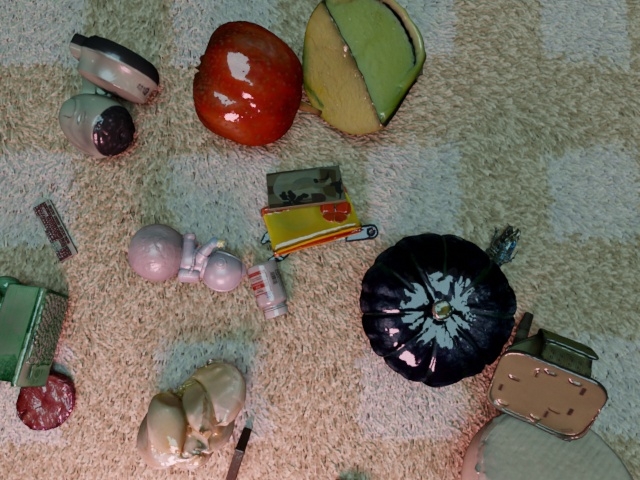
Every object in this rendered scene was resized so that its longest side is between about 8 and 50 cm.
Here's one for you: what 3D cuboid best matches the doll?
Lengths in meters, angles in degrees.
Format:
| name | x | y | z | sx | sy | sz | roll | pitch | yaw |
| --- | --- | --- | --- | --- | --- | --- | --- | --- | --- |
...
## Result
| name | x | y | z | sx | sy | sz | roll | pitch | yaw |
| --- | --- | --- | --- | --- | --- | --- | --- | --- | --- |
| doll | -0.328 | 0.053 | 1.189 | 0.287 | 0.151 | 0.151 | 16 | 84 | -3 |

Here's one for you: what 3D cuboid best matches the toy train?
| name | x | y | z | sx | sy | sz | roll | pitch | yaw |
| --- | --- | --- | --- | --- | --- | --- | --- | --- | --- |
| toy train | -0.754 | 0.221 | 1.142 | 0.201 | 0.145 | 0.266 | 8 | 74 | 0 |

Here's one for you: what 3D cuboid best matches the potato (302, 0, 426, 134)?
| name | x | y | z | sx | sy | sz | roll | pitch | yaw |
| --- | --- | --- | --- | --- | --- | --- | --- | --- | --- |
| potato | 0.108 | -0.475 | 1.243 | 0.280 | 0.212 | 0.330 | -40 | 109 | -29 |

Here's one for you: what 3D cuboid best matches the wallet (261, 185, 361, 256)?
| name | x | y | z | sx | sy | sz | roll | pitch | yaw |
| --- | --- | --- | --- | --- | --- | --- | --- | --- | --- |
| wallet | -0.025 | -0.057 | 1.227 | 0.241 | 0.067 | 0.141 | -17 | 69 | -9 |

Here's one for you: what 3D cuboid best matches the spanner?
| name | x | y | z | sx | sy | sz | roll | pitch | yaw |
| --- | --- | --- | --- | --- | --- | --- | --- | --- | --- |
| spanner | 0.000 | 0.000 | 1.262 | 0.315 | 0.024 | 0.087 | -7 | 86 | -4 |

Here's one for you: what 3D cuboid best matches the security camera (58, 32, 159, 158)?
| name | x | y | z | sx | sy | sz | roll | pitch | yaw |
| --- | --- | --- | --- | --- | --- | --- | --- | --- | --- |
| security camera | -0.548 | -0.349 | 1.203 | 0.191 | 0.197 | 0.277 | 25 | 90 | 10 |

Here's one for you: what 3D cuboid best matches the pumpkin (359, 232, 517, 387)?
| name | x | y | z | sx | sy | sz | roll | pitch | yaw |
| --- | --- | --- | --- | --- | --- | --- | --- | --- | --- |
| pumpkin | 0.272 | 0.163 | 1.129 | 0.363 | 0.266 | 0.364 | 0 | 85 | 0 |

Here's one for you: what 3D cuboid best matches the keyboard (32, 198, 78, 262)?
| name | x | y | z | sx | sy | sz | roll | pitch | yaw |
| --- | --- | --- | --- | --- | --- | --- | --- | --- | --- |
| keyboard | -0.698 | -0.027 | 1.245 | 0.055 | 0.017 | 0.166 | -29 | 86 | -4 |

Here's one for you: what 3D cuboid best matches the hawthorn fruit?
| name | x | y | z | sx | sy | sz | roll | pitch | yaw |
| --- | --- | --- | --- | --- | --- | --- | --- | --- | --- |
| hawthorn fruit | -0.149 | -0.376 | 1.190 | 0.330 | 0.287 | 0.287 | 18 | 84 | -14 |

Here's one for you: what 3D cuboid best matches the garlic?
| name | x | y | z | sx | sy | sz | roll | pitch | yaw |
| --- | --- | --- | --- | --- | --- | --- | --- | --- | --- |
| garlic | -0.293 | 0.438 | 1.126 | 0.281 | 0.203 | 0.185 | -24 | 126 | -18 |

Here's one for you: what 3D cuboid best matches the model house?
| name | x | y | z | sx | sy | sz | roll | pitch | yaw |
| --- | --- | --- | --- | --- | --- | --- | --- | --- | --- |
| model house | 0.550 | 0.278 | 1.125 | 0.218 | 0.205 | 0.278 | 22 | 40 | 22 |

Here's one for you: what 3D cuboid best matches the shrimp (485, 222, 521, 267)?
| name | x | y | z | sx | sy | sz | roll | pitch | yaw |
| --- | --- | --- | --- | --- | --- | --- | --- | --- | --- |
| shrimp | 0.468 | 0.034 | 1.260 | 0.174 | 0.076 | 0.082 | -53 | 47 | -1 |

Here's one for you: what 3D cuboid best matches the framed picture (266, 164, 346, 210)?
| name | x | y | z | sx | sy | sz | roll | pitch | yaw |
| --- | --- | --- | --- | --- | --- | --- | --- | --- | --- |
| framed picture | -0.041 | -0.141 | 1.244 | 0.200 | 0.010 | 0.136 | -7 | 52 | -3 |

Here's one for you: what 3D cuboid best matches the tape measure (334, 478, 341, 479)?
| name | x | y | z | sx | sy | sz | roll | pitch | yaw |
| --- | --- | --- | --- | --- | --- | --- | --- | --- | --- |
| tape measure | 0.064 | 0.648 | 1.179 | 0.094 | 0.054 | 0.091 | 26 | 90 | 3 |

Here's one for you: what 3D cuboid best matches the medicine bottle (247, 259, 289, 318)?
| name | x | y | z | sx | sy | sz | roll | pitch | yaw |
| --- | --- | --- | --- | --- | --- | --- | --- | --- | --- |
| medicine bottle | -0.132 | 0.126 | 1.215 | 0.079 | 0.079 | 0.140 | -18 | 85 | -3 |

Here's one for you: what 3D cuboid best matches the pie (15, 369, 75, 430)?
| name | x | y | z | sx | sy | sz | roll | pitch | yaw |
| --- | --- | --- | --- | --- | --- | --- | --- | --- | --- |
| pie | -0.692 | 0.402 | 1.191 | 0.154 | 0.036 | 0.155 | 0 | 84 | -2 |

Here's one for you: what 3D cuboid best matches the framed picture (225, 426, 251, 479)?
| name | x | y | z | sx | sy | sz | roll | pitch | yaw |
| --- | --- | --- | --- | --- | --- | --- | --- | --- | --- |
| framed picture | -0.201 | 0.533 | 1.125 | 0.023 | 0.168 | 0.128 | 17 | 84 | -1 |

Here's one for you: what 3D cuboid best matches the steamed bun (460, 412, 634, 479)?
| name | x | y | z | sx | sy | sz | roll | pitch | yaw |
| --- | --- | --- | --- | --- | --- | --- | --- | --- | --- |
| steamed bun | 0.508 | 0.587 | 1.082 | 0.374 | 0.241 | 0.375 | -1 | 42 | 1 |
